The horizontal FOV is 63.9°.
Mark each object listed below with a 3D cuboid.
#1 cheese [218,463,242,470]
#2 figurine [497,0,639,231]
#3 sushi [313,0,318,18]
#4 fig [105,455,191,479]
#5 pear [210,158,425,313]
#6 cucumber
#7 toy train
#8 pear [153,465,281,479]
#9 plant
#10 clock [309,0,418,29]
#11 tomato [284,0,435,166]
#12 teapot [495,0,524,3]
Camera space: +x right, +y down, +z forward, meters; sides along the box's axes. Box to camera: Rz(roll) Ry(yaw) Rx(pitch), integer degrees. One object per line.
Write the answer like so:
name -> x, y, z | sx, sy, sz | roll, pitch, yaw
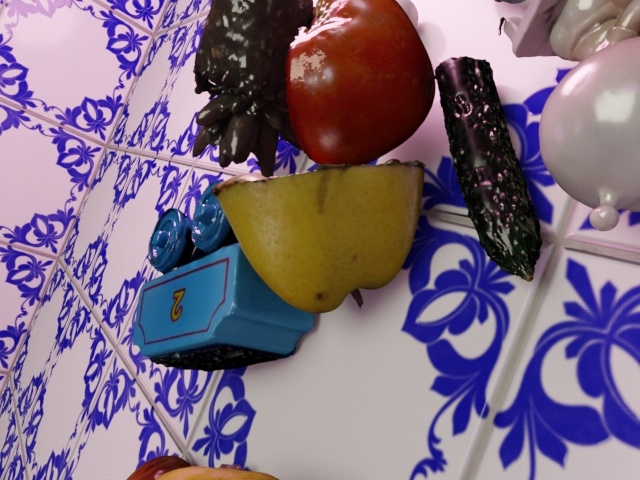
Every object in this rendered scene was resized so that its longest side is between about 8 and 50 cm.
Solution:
cheese -> -0.138, 0.429, 0.681 | 0.155, 0.062, 0.244 | -17, 59, 44
figurine -> 0.237, -0.132, 0.414 | 0.182, 0.144, 0.257 | 134, 140, -54
sushi -> 0.004, -0.434, 0.945 | 0.296, 0.100, 0.373 | 32, 97, 54
fig -> -0.250, 0.400, 0.787 | 0.128, 0.150, 0.128 | -2, 82, 13
pear -> 0.002, 0.000, 0.631 | 0.267, 0.267, 0.178 | -7, 85, 50
cucumber -> 0.178, -0.084, 0.557 | 0.072, 0.072, 0.300 | -31, 48, 38
toy train -> -0.159, 0.070, 0.807 | 0.300, 0.188, 0.265 | -21, 60, 43
pear -> -0.106, 0.370, 0.519 | 0.271, 0.271, 0.271 | -28, 51, 40
plant -> -0.123, -0.265, 0.875 | 0.194, 0.181, 0.321 | 31, 120, 29
clock -> 0.061, -0.297, 0.787 | 0.162, 0.093, 0.166 | 12, 79, 31
tomato -> 0.066, -0.194, 0.617 | 0.139, 0.200, 0.233 | 9, 66, 26
teapot -> 0.233, -0.359, 0.634 | 0.149, 0.111, 0.108 | 38, 133, 24
